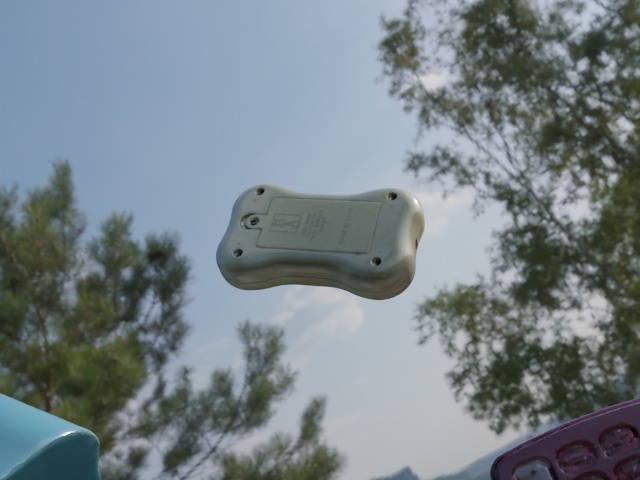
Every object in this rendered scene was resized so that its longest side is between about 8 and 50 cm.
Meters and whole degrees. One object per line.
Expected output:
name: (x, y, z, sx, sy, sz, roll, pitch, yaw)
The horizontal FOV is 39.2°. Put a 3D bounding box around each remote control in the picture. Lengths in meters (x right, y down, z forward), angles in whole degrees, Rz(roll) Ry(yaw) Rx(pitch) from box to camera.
remote control: (0.000, 0.000, 0.540, 0.122, 0.074, 0.032, 4, -38, 19)

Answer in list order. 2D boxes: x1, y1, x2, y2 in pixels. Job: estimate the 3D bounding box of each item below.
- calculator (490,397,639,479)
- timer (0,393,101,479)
calculator: (0.178, 0.181, 0.468, 0.126, 0.191, 0.034, -22, -29, 5)
timer: (-0.193, 0.202, 0.351, 0.250, 0.091, 0.232, -54, -19, -51)
